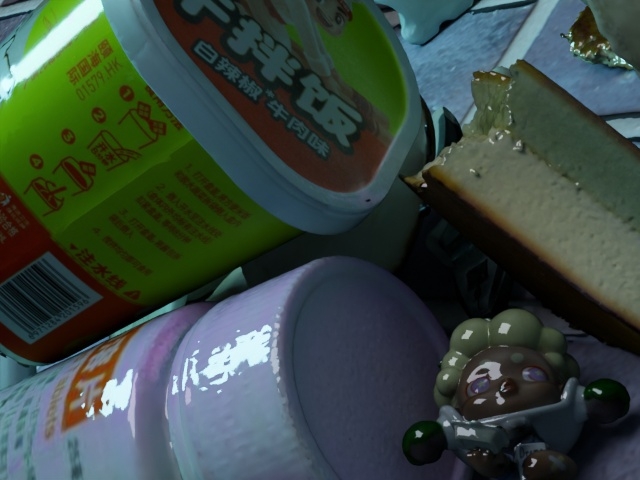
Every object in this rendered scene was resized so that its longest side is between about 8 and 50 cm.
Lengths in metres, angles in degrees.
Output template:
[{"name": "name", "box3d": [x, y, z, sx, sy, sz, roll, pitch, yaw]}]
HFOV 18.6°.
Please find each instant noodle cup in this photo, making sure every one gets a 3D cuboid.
[{"name": "instant noodle cup", "box3d": [-0.134, -0.075, 1.397, 0.308, 0.294, 0.294, -33, 28, 31]}]

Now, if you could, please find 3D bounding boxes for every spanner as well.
[{"name": "spanner", "box3d": [0.126, -0.032, 1.525, 0.096, 0.040, 0.325, -35, 26, 24]}]

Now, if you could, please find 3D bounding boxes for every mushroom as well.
[{"name": "mushroom", "box3d": [0.000, 0.000, 1.563, 0.285, 0.156, 0.151, -53, -9, 7]}]

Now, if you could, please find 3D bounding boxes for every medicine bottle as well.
[{"name": "medicine bottle", "box3d": [-0.098, 0.163, 1.369, 0.388, 0.219, 0.219, -26, 32, 39]}]

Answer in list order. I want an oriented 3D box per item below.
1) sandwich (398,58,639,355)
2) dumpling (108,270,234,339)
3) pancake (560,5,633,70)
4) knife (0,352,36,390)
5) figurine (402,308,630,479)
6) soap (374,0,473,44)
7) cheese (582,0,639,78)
[{"name": "sandwich", "box3d": [0.163, -0.022, 1.285, 0.108, 0.186, 0.220, -51, 26, -4]}, {"name": "dumpling", "box3d": [-0.145, -0.035, 1.791, 0.212, 0.270, 0.320, -17, 6, 9]}, {"name": "pancake", "box3d": [0.296, -0.224, 1.524, 0.212, 0.056, 0.257, -52, 26, -13]}, {"name": "knife", "box3d": [-0.283, 0.054, 1.840, 0.041, 0.265, 0.073, 7, 23, 5]}, {"name": "figurine", "box3d": [0.125, 0.124, 1.230, 0.147, 0.093, 0.197, -13, 33, 3]}, {"name": "soap", "box3d": [0.114, -0.319, 1.910, 0.160, 0.087, 0.265, -37, 27, 19]}, {"name": "cheese", "box3d": [0.270, -0.235, 1.256, 0.153, 0.332, 0.292, -24, 22, 40]}]
